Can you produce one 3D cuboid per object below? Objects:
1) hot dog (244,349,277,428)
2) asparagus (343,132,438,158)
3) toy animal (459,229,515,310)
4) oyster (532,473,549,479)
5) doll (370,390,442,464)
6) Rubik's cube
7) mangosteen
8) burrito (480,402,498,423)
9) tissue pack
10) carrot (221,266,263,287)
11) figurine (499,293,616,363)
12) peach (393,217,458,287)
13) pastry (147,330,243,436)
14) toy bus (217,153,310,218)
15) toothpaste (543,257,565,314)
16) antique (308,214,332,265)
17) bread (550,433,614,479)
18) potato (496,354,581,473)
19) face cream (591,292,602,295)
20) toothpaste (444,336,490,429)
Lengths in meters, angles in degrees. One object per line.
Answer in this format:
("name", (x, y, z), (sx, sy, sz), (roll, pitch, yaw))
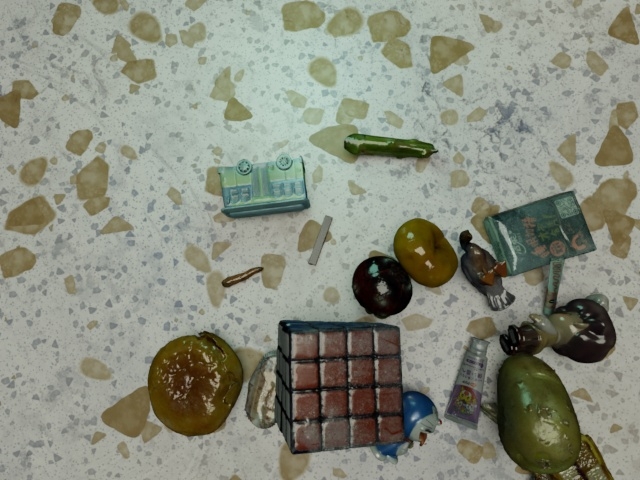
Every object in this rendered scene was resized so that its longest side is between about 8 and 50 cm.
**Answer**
("hot dog", (-0.182, 0.518, 1.540), (0.144, 0.075, 0.268), (18, 86, 8))
("asparagus", (0.257, -0.345, 1.626), (0.343, 0.085, 0.082), (4, 86, 2))
("toy animal", (0.562, 0.102, 1.513), (0.122, 0.185, 0.298), (-35, 107, -3))
("oyster", (0.737, 0.840, 1.470), (0.103, 0.051, 0.148), (-5, 98, -1))
("doll", (0.280, 0.624, 1.461), (0.161, 0.215, 0.257), (38, 96, 44))
("Rubik's cube", (0.045, 0.428, 1.378), (0.344, 0.337, 0.344), (3, 82, -11))
("mangosteen", (0.201, 0.160, 1.515), (0.216, 0.216, 0.216), (0, 83, 2))
("burrito", (0.609, 0.600, 1.511), (0.149, 0.041, 0.055), (36, 76, 9))
("tissue pack", (0.768, -0.024, 1.553), (0.315, 0.103, 0.228), (-17, 82, -1))
("carrot", (-0.284, 0.132, 1.613), (0.165, 0.036, 0.036), (-21, 82, -3))
("figurine", (0.765, 0.292, 1.448), (0.364, 0.206, 0.218), (5, 126, -4))
("peach", (0.361, 0.038, 1.506), (0.251, 0.153, 0.251), (20, 52, -28))
("pastry", (-0.429, 0.489, 1.511), (0.355, 0.164, 0.356), (0, 86, 2))
("toy bus", (-0.201, -0.189, 1.591), (0.312, 0.152, 0.190), (-7, 82, 1))
("toothpaste", (0.803, 0.157, 1.521), (0.056, 0.036, 0.205), (-4, 108, -12))
("antique", (0.000, 0.000, 1.626), (0.031, 0.015, 0.192), (20, 85, 3))
("bread", (0.850, 0.752, 1.457), (0.181, 0.096, 0.222), (-29, 83, 1))
("potato", (0.669, 0.527, 1.386), (0.219, 0.270, 0.359), (5, 58, -1))
("face cream", (0.979, 0.240, 1.551), (0.038, 0.020, 0.115), (-2, 80, 3))
("toothpaste", (0.515, 0.486, 1.518), (0.114, 0.073, 0.299), (14, 87, 23))
